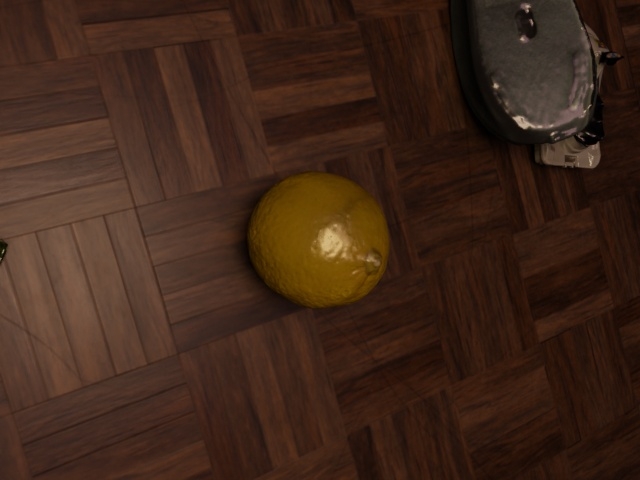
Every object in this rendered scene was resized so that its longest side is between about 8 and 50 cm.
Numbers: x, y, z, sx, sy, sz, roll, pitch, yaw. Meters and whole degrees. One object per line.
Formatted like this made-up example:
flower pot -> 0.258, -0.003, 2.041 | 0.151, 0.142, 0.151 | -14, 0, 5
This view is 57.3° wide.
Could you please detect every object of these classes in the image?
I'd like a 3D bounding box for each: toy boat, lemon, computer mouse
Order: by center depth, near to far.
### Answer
lemon -> 0.000, 0.000, 0.759 | 0.178, 0.203, 0.178 | -17, 115, -40
computer mouse -> 0.321, -0.324, 0.939 | 0.203, 0.114, 0.373 | -10, 84, 6
toy boat -> 0.443, -0.260, 1.015 | 0.141, 0.141, 0.269 | 1, 101, -25

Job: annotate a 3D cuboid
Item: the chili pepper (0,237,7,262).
chili pepper -> -0.454, 0.143, 0.612 | 0.085, 0.076, 0.359 | 38, 71, -45
